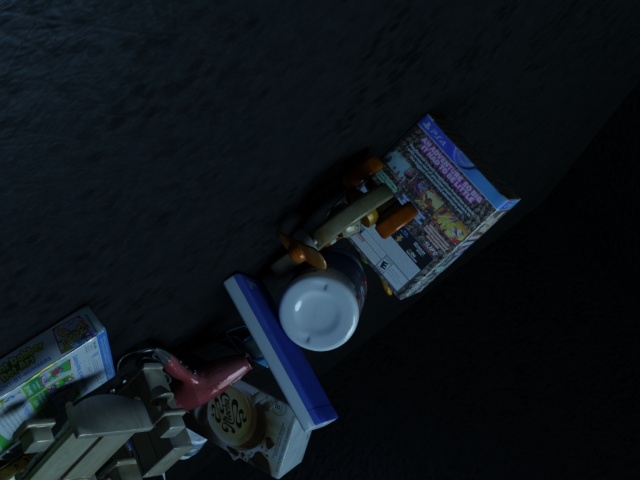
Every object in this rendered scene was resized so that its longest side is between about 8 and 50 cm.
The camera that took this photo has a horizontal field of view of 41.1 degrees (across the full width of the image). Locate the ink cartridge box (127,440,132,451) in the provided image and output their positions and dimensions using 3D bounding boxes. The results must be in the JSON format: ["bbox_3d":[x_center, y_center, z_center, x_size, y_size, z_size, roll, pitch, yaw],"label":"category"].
[{"bbox_3d":[-0.422,0.443,2.005,0.307,0.072,0.303,-48,163,21],"label":"ink cartridge box"}]

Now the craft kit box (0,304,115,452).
[{"bbox_3d":[-0.436,0.224,1.301,0.246,0.061,0.250,-37,166,-23],"label":"craft kit box"}]

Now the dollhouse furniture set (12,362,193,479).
[{"bbox_3d":[-0.415,0.320,1.432,0.355,0.174,0.303,8,135,-49],"label":"dollhouse furniture set"}]

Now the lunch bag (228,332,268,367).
[{"bbox_3d":[-0.191,0.311,2.143,0.219,0.090,0.176,-47,164,26],"label":"lunch bag"}]

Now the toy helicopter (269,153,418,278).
[{"bbox_3d":[0.000,0.000,1.608,0.235,0.140,0.355,-37,180,-41],"label":"toy helicopter"}]

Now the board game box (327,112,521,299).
[{"bbox_3d":[0.205,-0.067,1.707,0.291,0.232,0.141,-44,167,19],"label":"board game box"}]

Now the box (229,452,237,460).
[{"bbox_3d":[-0.172,0.441,2.127,0.122,0.128,0.257,-32,172,-31],"label":"box"}]

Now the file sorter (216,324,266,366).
[{"bbox_3d":[-0.216,0.292,1.988,0.170,0.104,0.118,-46,165,20],"label":"file sorter"}]

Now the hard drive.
[{"bbox_3d":[-0.074,0.220,1.676,0.040,0.319,0.210,-31,167,5],"label":"hard drive"}]

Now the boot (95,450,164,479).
[{"bbox_3d":[-0.533,0.579,1.831,0.347,0.131,0.260,4,135,-44],"label":"boot"}]

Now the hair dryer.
[{"bbox_3d":[-0.268,0.275,1.684,0.293,0.080,0.224,-8,152,-30],"label":"hair dryer"}]

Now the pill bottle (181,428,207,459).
[{"bbox_3d":[-0.322,0.484,2.097,0.078,0.078,0.137,-29,164,-37],"label":"pill bottle"}]

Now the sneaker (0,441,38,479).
[{"bbox_3d":[-0.577,0.414,1.402,0.296,0.112,0.131,-20,157,-53],"label":"sneaker"}]

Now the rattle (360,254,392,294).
[{"bbox_3d":[0.214,0.021,2.223,0.199,0.143,0.130,-29,145,-18],"label":"rattle"}]

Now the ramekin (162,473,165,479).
[{"bbox_3d":[-0.480,0.615,2.110,0.207,0.109,0.207,-11,180,0],"label":"ramekin"}]

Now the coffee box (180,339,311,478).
[{"bbox_3d":[-0.167,0.355,1.830,0.119,0.297,0.168,-14,123,-63],"label":"coffee box"}]

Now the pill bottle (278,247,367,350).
[{"bbox_3d":[0.014,0.112,1.794,0.161,0.161,0.283,-44,-176,15],"label":"pill bottle"}]
